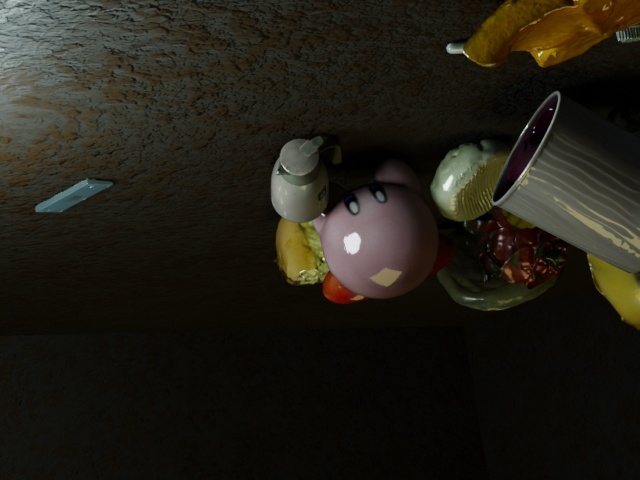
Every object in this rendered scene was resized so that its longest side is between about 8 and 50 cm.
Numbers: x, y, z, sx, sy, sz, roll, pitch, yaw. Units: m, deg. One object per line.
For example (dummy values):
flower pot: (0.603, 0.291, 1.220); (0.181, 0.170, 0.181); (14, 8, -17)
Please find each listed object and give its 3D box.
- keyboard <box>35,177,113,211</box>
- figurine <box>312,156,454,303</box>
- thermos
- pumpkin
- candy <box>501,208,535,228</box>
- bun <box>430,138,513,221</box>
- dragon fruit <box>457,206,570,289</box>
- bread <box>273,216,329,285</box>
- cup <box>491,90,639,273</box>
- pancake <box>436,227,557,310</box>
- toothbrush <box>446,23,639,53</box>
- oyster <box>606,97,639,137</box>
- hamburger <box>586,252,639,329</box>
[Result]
keyboard: (-0.442, -0.079, 1.977); (0.055, 0.014, 0.176); (3, 163, -44)
figurine: (0.117, 0.013, 2.036); (0.269, 0.211, 0.261); (-20, 125, 0)
thermos: (-0.023, -0.121, 1.909); (0.137, 0.105, 0.193); (-32, 164, -11)
pumpkin: (0.353, -0.285, 1.390); (0.258, 0.095, 0.290); (-24, 164, 38)
candy: (0.431, -0.098, 2.277); (0.094, 0.106, 0.199); (10, 161, 4)
bun: (0.275, -0.124, 2.038); (0.183, 0.102, 0.183); (-30, 149, -20)
dragon fruit: (0.445, 0.002, 2.496); (0.193, 0.192, 0.274); (-24, -147, -37)
bread: (0.000, 0.000, 2.292); (0.204, 0.163, 0.262); (-10, -165, -5)
cup: (0.429, -0.075, 1.826); (0.273, 0.208, 0.288); (27, 138, -2)
pancake: (0.417, 0.053, 2.617); (0.294, 0.294, 0.049); (-9, 136, 4)
toothbrush: (0.319, -0.279, 1.551); (0.288, 0.024, 0.021); (-7, 169, -6)
oyster: (0.587, -0.199, 1.896); (0.232, 0.107, 0.161); (-14, -159, -1)
hamburger: (0.730, -0.011, 2.201); (0.395, 0.396, 0.277); (4, 162, -44)
